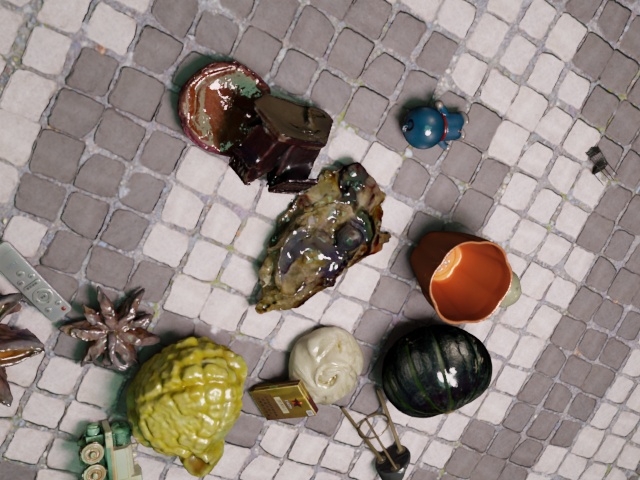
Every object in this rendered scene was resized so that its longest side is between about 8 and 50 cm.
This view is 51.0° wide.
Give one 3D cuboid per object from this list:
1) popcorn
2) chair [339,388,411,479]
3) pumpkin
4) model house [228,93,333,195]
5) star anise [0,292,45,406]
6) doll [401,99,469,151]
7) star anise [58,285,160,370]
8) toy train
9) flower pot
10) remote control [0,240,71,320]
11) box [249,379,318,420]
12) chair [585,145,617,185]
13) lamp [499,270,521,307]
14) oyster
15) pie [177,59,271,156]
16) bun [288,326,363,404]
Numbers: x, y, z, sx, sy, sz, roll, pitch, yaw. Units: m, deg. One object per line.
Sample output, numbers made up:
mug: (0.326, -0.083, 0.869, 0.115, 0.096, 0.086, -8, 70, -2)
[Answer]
popcorn: (-0.279, 0.330, 1.355, 0.225, 0.174, 0.286, 17, 111, -10)
chair: (0.144, 0.459, 1.564, 0.095, 0.104, 0.221, -33, 112, -22)
pumpkin: (0.256, 0.283, 1.488, 0.250, 0.216, 0.250, -5, 140, -5)
model house: (-0.080, -0.170, 1.261, 0.203, 0.141, 0.164, 11, 135, -40)
star anise: (-0.674, 0.182, 1.220, 0.331, 0.117, 0.332, -6, 117, -11)
doll: (0.230, -0.232, 1.371, 0.152, 0.085, 0.114, -8, 121, -24)
star anise: (-0.413, 0.175, 1.319, 0.195, 0.065, 0.182, 1, 107, -15)
toy train: (-0.440, 0.465, 1.403, 0.125, 0.081, 0.194, -7, 107, -25)
flower pot: (0.286, 0.062, 1.430, 0.190, 0.173, 0.191, -5, 109, -14)
remote control: (-0.550, 0.077, 1.270, 0.050, 0.027, 0.184, -35, 118, -2)
box: (-0.080, 0.348, 1.455, 0.133, 0.023, 0.090, -15, 117, 30)
chair: (0.641, -0.170, 1.538, 0.037, 0.042, 0.086, -30, 77, -7)
lamp: (0.372, 0.118, 1.530, 0.163, 0.091, 0.091, -15, 112, 5)
oyster: (-0.011, 0.005, 1.372, 0.361, 0.096, 0.221, -36, 107, -6)
pie: (-0.177, -0.246, 1.261, 0.182, 0.049, 0.182, -5, 104, -18)
bun: (0.020, 0.281, 1.462, 0.183, 0.102, 0.183, -6, 110, -17)
